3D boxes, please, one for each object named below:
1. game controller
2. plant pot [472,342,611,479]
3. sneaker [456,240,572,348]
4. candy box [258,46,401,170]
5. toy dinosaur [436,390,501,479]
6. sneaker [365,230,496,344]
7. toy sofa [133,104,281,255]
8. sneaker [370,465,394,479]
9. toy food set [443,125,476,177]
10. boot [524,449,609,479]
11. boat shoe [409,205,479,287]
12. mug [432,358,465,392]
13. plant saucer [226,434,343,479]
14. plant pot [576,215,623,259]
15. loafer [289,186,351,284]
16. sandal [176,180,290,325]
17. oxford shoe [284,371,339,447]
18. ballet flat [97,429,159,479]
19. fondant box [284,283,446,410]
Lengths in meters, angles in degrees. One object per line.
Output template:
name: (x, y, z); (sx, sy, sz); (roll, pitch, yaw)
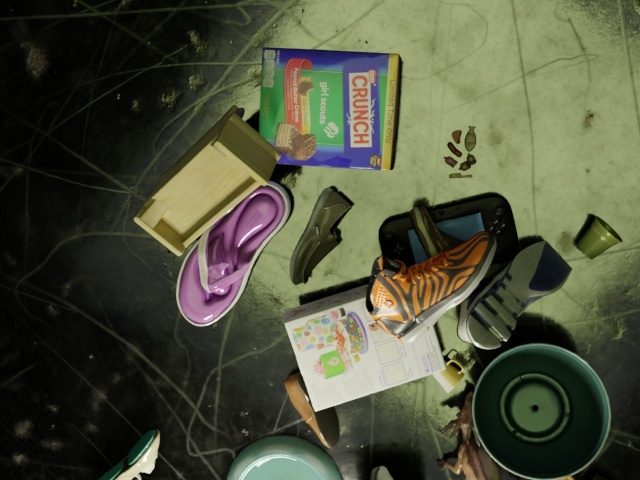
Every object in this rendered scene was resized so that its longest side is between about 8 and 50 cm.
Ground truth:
game controller: (0.302, -0.001, 1.888); (0.319, 0.067, 0.166); (-14, 95, 10)
plant pot: (0.496, 0.387, 1.826); (0.293, 0.196, 0.293); (-2, 80, 11)
sneaker: (0.419, 0.132, 1.862); (0.315, 0.182, 0.127); (-41, 92, -19)
candy box: (0.023, -0.304, 1.861); (0.317, 0.122, 0.268); (4, 99, 7)
toy dinosaur: (0.368, 0.521, 1.866); (0.127, 0.296, 0.200); (-17, 134, -12)
sneaker: (0.222, 0.071, 1.731); (0.180, 0.124, 0.321); (39, 105, -11)
toy sofa: (-0.260, -0.139, 1.864); (0.150, 0.177, 0.362); (41, 127, -18)
sneaker: (0.222, 0.682, 1.981); (0.129, 0.111, 0.297); (-30, 95, -7)
toy food set: (0.330, -0.208, 1.881); (0.078, 0.019, 0.122); (-1, 97, 8)
boot: (0.552, 0.625, 1.924); (0.283, 0.109, 0.220); (28, 106, 0)
boat shoe: (0.290, 0.019, 1.832); (0.095, 0.095, 0.257); (-27, 115, 4)
mug: (0.310, 0.320, 1.934); (0.064, 0.062, 0.078); (42, 94, 10)
plant saucer: (-0.094, 0.658, 2.040); (0.317, 0.044, 0.318); (1, 98, 8)
plant pot: (0.636, 0.000, 1.840); (0.083, 0.083, 0.079); (43, 112, 1)
loafer: (0.000, 0.000, 1.916); (0.087, 0.094, 0.251); (24, 100, 9)
sandal: (-0.232, 0.028, 1.949); (0.169, 0.102, 0.416); (33, 101, 3)
oxford shoe: (-0.021, 0.425, 1.996); (0.076, 0.076, 0.212); (-24, 94, 39)
ballet flat: (-0.483, 0.589, 2.076); (0.248, 0.086, 0.086); (-42, 90, 12)
fondant box: (0.104, 0.235, 1.887); (0.330, 0.096, 0.238); (-18, 105, 0)
